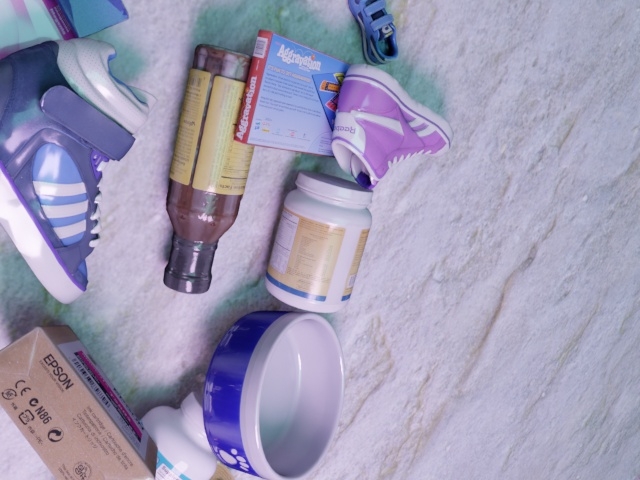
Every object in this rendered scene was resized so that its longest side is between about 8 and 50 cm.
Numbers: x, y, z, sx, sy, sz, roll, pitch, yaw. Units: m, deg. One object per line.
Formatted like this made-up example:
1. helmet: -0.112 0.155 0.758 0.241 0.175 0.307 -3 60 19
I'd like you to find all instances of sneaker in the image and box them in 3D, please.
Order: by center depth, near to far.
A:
1. sneaker: -0.287 -0.086 0.719 0.236 0.130 0.322 -35 140 -24
2. sneaker: 0.087 -0.342 0.901 0.053 0.059 0.144 -33 121 -14
3. sneaker: 0.110 -0.150 0.933 0.282 0.102 0.160 18 86 -47

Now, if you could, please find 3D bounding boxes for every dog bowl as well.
1. dog bowl: -0.066 0.246 0.939 0.265 0.104 0.264 0 90 -59

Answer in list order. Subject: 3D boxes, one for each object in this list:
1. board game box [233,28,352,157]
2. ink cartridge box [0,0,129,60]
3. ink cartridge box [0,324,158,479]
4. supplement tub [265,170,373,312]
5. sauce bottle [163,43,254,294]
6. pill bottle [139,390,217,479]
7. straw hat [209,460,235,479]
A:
1. board game box: -0.009 -0.200 0.850 0.281 0.027 0.144 -4 114 -57
2. ink cartridge box: -0.416 -0.324 0.600 0.330 0.071 0.323 -31 122 -16
3. ink cartridge box: -0.312 0.225 0.749 0.088 0.193 0.234 -37 93 -15
4. supplement tub: 0.000 0.000 0.931 0.145 0.144 0.199 7 105 -33
5. sauce bottle: -0.159 -0.094 0.821 0.112 0.111 0.344 8 106 -33
6. pill bottle: -0.267 0.366 0.915 0.264 0.146 0.146 -45 125 -9
7. straw hat: -0.224 0.455 1.025 0.145 0.144 0.061 3 149 -32
